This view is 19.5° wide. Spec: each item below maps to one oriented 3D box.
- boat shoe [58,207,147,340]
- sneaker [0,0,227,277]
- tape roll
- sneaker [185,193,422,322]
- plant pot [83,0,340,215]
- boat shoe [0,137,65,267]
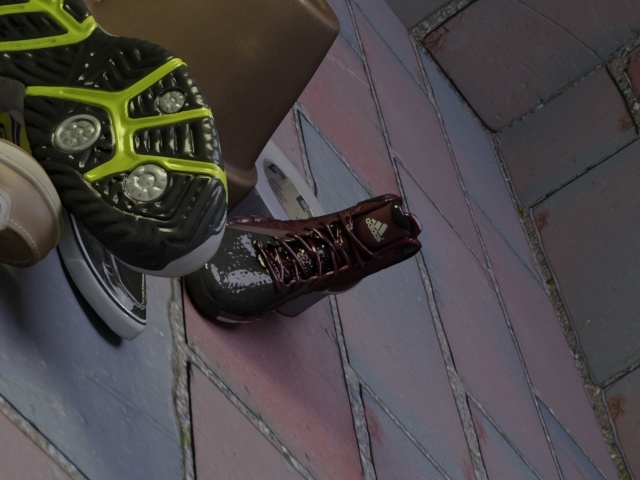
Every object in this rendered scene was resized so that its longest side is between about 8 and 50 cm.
[{"bbox_3d":[-0.185,-0.015,1.605,0.078,0.070,0.219,37,23,-54],"label":"boat shoe"},{"bbox_3d":[-0.175,-0.087,1.515,0.384,0.145,0.147,50,-15,42],"label":"sneaker"},{"bbox_3d":[-0.058,-0.025,2.073,0.219,0.072,0.219,51,15,-20],"label":"tape roll"},{"bbox_3d":[0.000,0.000,1.866,0.281,0.162,0.106,-15,83,-52],"label":"sneaker"},{"bbox_3d":[-0.108,-0.187,1.863,0.263,0.229,0.263,46,12,-13],"label":"plant pot"},{"bbox_3d":[-0.276,-0.038,1.307,0.302,0.109,0.098,55,44,-61],"label":"boat shoe"}]
